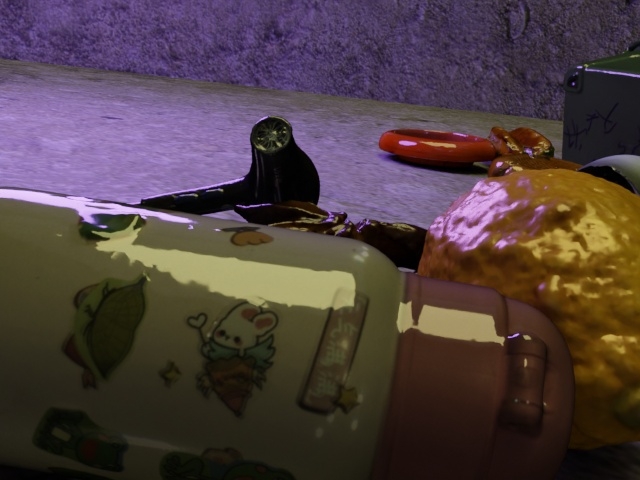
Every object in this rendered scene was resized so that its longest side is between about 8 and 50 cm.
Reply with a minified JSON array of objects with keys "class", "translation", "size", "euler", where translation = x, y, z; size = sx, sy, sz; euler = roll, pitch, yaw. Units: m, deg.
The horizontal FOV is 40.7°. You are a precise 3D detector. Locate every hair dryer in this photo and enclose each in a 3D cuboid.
[{"class":"hair dryer","translation":[-0.111,-0.047,0.798],"size":[0.219,0.075,0.195],"euler":[-10,-16,1]}]

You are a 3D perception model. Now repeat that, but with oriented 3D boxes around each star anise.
[{"class":"star anise","translation":[0.000,-0.004,0.745],"size":[0.212,0.053,0.157],"euler":[-4,18,-36]}]

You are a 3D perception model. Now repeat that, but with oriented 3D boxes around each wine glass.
[{"class":"wine glass","translation":[0.329,-0.037,0.936],"size":[0.111,0.111,0.204],"euler":[17,14,34]}]

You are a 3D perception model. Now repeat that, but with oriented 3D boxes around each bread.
[{"class":"bread","translation":[0.293,-0.066,1.122],"size":[0.189,0.077,0.114],"euler":[1,35,-30]}]

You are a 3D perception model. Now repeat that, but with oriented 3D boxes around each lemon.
[{"class":"lemon","translation":[0.127,0.036,0.455],"size":[0.142,0.142,0.187],"euler":[3,27,-16]}]

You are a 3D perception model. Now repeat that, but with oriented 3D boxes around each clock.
[{"class":"clock","translation":[0.204,-0.161,1.516],"size":[0.205,0.051,0.205],"euler":[6,13,-1]}]

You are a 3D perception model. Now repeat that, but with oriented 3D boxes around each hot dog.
[{"class":"hot dog","translation":[0.360,-0.170,1.597],"size":[0.115,0.072,0.269],"euler":[9,15,5]}]

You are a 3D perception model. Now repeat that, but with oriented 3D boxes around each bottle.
[{"class":"bottle","translation":[-0.026,0.052,0.360],"size":[0.253,0.120,0.120],"euler":[10,13,3]}]

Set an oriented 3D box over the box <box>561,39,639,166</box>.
[{"class":"box","translation":[0.487,-0.141,1.196],"size":[0.178,0.252,0.329],"euler":[-10,19,-26]}]
